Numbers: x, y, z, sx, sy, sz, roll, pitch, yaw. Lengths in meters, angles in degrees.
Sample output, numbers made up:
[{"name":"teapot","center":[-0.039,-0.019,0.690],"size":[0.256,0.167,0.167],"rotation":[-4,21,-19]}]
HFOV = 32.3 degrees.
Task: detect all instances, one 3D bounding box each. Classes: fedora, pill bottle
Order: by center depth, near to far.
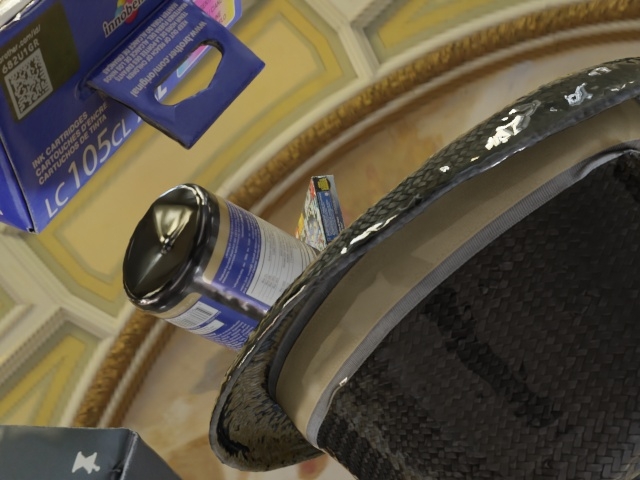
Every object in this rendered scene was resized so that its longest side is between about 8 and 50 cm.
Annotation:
[{"name":"fedora","center":[0.105,0.068,0.546],"size":[0.334,0.334,0.152],"rotation":[-36,-112,3]},{"name":"pill bottle","center":[-0.063,0.044,1.024],"size":[0.122,0.219,0.123],"rotation":[-29,-134,36]}]

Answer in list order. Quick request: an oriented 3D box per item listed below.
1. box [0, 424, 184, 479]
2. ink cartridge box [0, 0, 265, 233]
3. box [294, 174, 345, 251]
[{"name":"box","center":[-0.195,0.372,0.928],"size":[0.212,0.395,0.294],"rotation":[-2,-126,22]},{"name":"ink cartridge box","center":[-0.237,-0.172,0.757],"size":[0.395,0.151,0.270],"rotation":[17,-130,23]},{"name":"box","center":[0.000,0.000,1.246],"size":[0.027,0.137,0.094],"rotation":[-6,-116,-13]}]
